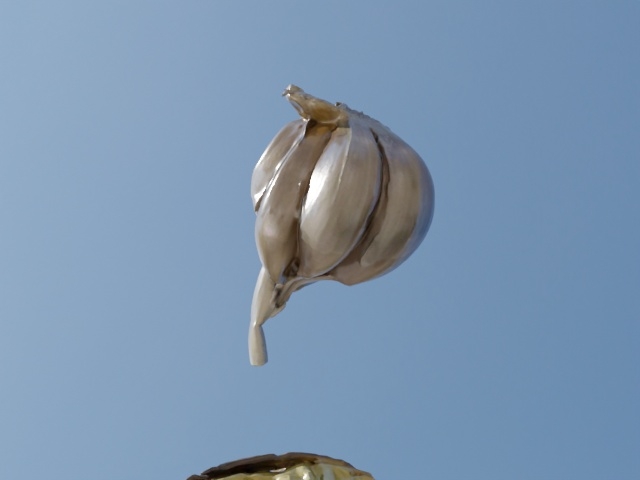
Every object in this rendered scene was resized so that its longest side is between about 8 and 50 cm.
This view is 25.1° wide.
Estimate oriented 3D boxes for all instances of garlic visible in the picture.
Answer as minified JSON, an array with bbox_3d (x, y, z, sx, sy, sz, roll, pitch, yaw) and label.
[{"bbox_3d":[0.000,0.000,0.969,0.127,0.131,0.194,28,-92,22],"label":"garlic"}]

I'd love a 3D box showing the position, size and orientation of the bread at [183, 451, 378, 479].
[{"bbox_3d":[-0.007,0.189,0.616,0.132,0.114,0.190,-16,-60,3],"label":"bread"}]
